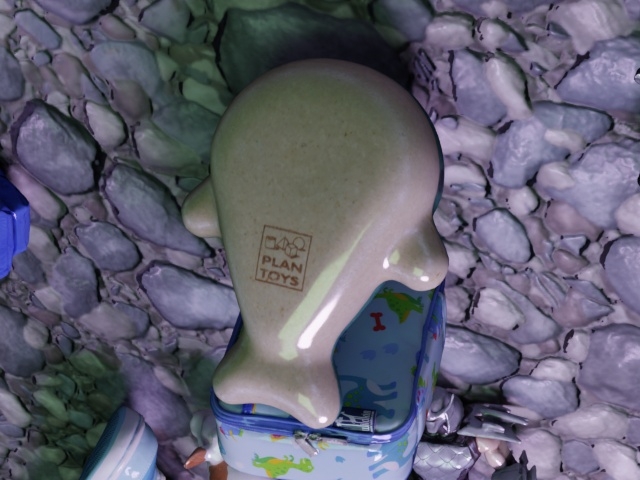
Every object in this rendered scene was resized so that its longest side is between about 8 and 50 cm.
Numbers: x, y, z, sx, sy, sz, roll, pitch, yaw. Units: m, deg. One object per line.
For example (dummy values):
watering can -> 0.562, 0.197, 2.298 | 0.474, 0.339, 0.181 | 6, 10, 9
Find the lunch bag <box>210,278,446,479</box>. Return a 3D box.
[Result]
lunch bag -> 0.008, 0.099, 1.144 | 0.176, 0.219, 0.090 | 7, 133, 13

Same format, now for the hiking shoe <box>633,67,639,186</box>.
hiking shoe -> 0.299, -0.040, 1.026 | 0.114, 0.086, 0.227 | 5, 129, 33

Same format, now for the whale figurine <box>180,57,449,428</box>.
whale figurine -> 0.000, 0.000, 1.054 | 0.216, 0.141, 0.272 | 12, 94, 19

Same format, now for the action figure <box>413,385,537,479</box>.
action figure -> 0.122, 0.247, 1.334 | 0.185, 0.099, 0.285 | 11, 131, 26

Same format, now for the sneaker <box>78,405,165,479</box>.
sneaker -> -0.161, 0.299, 1.462 | 0.208, 0.127, 0.319 | 24, 144, -1

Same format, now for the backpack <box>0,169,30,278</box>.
backpack -> -0.323, -0.025, 1.228 | 0.120, 0.101, 0.098 | 41, 137, 25

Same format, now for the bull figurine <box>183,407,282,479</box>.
bull figurine -> -0.028, 0.298, 1.353 | 0.310, 0.101, 0.188 | 38, 143, 10
